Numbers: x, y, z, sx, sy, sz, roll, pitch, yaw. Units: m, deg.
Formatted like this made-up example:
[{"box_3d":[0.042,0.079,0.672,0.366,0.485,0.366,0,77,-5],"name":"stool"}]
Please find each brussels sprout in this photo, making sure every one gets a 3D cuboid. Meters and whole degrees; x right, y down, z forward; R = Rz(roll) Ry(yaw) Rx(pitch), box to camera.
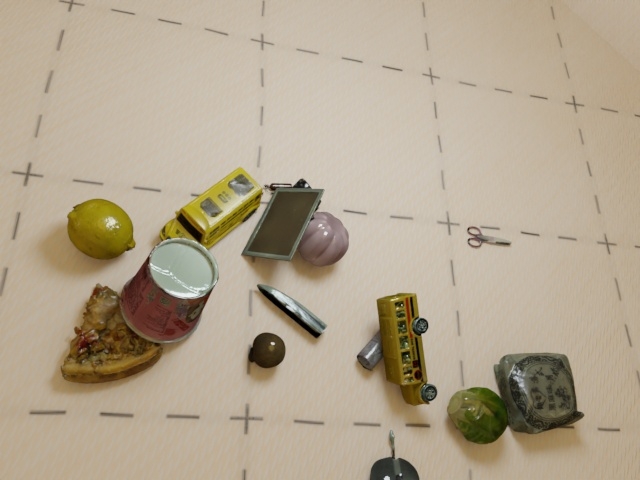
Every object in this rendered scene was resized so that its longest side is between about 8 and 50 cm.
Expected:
[{"box_3d":[0.487,0.531,1.749,0.180,0.144,0.161,42,96,-9],"name":"brussels sprout"}]

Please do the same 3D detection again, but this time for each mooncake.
[{"box_3d":[0.714,0.486,1.839,0.250,0.136,0.254,-3,67,-14],"name":"mooncake"}]

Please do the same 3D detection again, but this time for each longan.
[{"box_3d":[-0.160,0.325,1.673,0.119,0.106,0.106,-21,68,20],"name":"longan"}]

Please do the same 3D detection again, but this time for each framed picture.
[{"box_3d":[-0.117,-0.055,1.809,0.017,0.217,0.274,48,60,-42],"name":"framed picture"}]

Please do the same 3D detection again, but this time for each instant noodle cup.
[{"box_3d":[-0.412,0.129,1.574,0.243,0.231,0.243,17,49,-21],"name":"instant noodle cup"}]

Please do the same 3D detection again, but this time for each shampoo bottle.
[{"box_3d":[0.202,0.314,1.800,0.072,0.072,0.214,44,62,6],"name":"shampoo bottle"}]

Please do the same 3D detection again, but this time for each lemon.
[{"box_3d":[-0.632,-0.030,1.644,0.206,0.173,0.173,29,61,-17],"name":"lemon"}]

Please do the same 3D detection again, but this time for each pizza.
[{"box_3d":[-0.563,0.266,1.588,0.251,0.074,0.288,13,65,-14],"name":"pizza"}]

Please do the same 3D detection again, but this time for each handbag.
[{"box_3d":[-0.083,-0.126,1.922,0.139,0.072,0.115,-35,81,-14],"name":"handbag"}]

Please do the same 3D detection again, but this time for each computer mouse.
[{"box_3d":[0.212,0.730,1.603,0.167,0.090,0.379,8,63,-14],"name":"computer mouse"}]

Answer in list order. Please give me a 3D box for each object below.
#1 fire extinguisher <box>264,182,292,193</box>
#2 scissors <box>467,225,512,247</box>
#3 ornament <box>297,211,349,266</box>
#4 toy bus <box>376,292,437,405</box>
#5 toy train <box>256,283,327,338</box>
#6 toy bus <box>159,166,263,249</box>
[{"box_3d":[-0.148,-0.173,1.942,0.100,0.032,0.046,-1,101,-18],"name":"fire extinguisher"},{"box_3d":[0.625,-0.004,2.099,0.176,0.022,0.085,10,63,-10],"name":"scissors"},{"box_3d":[0.000,0.000,1.830,0.177,0.177,0.178,7,65,-14],"name":"ornament"},{"box_3d":[0.256,0.331,1.723,0.123,0.121,0.336,-6,88,-24],"name":"toy bus"},{"box_3d":[-0.090,0.205,1.767,0.252,0.055,0.048,39,62,2],"name":"toy train"},{"box_3d":[-0.337,-0.081,1.768,0.144,0.152,0.330,45,62,5],"name":"toy bus"}]
